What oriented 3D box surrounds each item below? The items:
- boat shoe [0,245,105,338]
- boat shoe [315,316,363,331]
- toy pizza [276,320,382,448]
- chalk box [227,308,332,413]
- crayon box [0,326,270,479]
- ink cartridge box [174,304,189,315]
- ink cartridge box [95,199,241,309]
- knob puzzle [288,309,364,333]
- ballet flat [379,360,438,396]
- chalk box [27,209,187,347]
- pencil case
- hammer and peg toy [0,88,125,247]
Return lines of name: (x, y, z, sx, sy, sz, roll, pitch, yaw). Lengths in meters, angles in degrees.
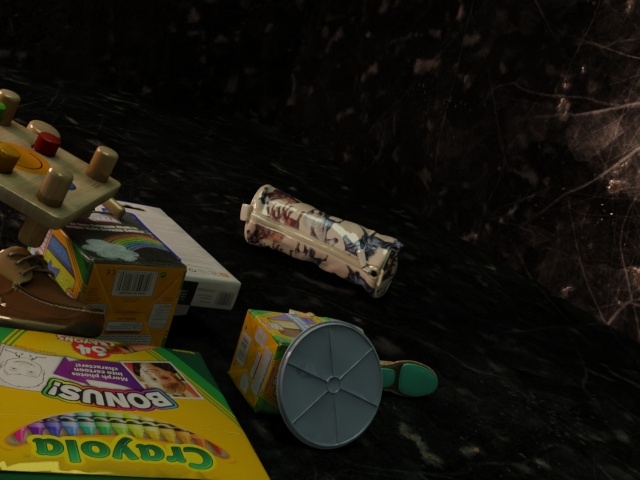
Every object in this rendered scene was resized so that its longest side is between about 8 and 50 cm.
boat shoe: (-0.460, 0.067, 1.289, 0.324, 0.120, 0.122, 11, -5, 24)
boat shoe: (-0.015, 0.192, 1.684, 0.219, 0.070, 0.077, 4, 14, -36)
toy pizza: (0.013, 0.228, 1.383, 0.201, 0.201, 0.032, 11, -9, -32)
chalk box: (-0.025, 0.210, 1.481, 0.213, 0.132, 0.132, 9, 18, -32)
crayon box: (-0.284, 0.236, 1.092, 0.363, 0.106, 0.313, 12, 17, -30)
ink cartridge box: (-0.341, 0.079, 1.669, 0.180, 0.060, 0.104, 30, 16, 32)
ink cartridge box: (-0.317, 0.017, 1.676, 0.175, 0.069, 0.371, 10, 20, -39)
knob puzzle: (0.026, 0.197, 1.798, 0.213, 0.030, 0.213, 19, 15, -5)
ballet flat: (0.132, 0.256, 1.661, 0.206, 0.073, 0.067, 15, 1, -34)
chalk box: (-0.386, 0.057, 1.468, 0.180, 0.179, 0.289, 6, 19, -40)
pencil case: (0.000, 0.000, 2.212, 0.410, 0.160, 0.183, 23, 0, 10)
hammer and peg toy: (-0.443, -0.128, 1.376, 0.266, 0.127, 0.361, 30, 17, 0)
